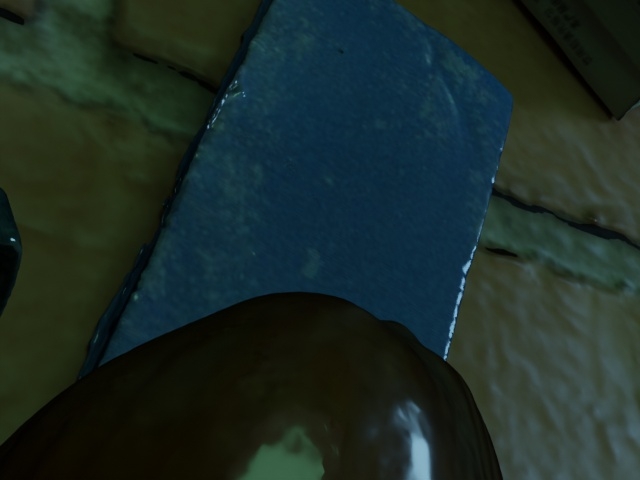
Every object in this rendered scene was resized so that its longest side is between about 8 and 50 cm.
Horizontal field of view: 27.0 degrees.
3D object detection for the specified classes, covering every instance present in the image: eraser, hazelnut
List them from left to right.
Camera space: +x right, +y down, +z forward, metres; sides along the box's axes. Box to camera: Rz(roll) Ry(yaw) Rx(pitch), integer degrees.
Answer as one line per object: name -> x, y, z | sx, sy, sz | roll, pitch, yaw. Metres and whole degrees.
hazelnut -> -0.030, 0.119, 0.407 | 0.210, 0.186, 0.210 | 60, 15, -28
eraser -> 0.000, 0.000, 0.598 | 0.144, 0.042, 0.312 | 32, 48, -13

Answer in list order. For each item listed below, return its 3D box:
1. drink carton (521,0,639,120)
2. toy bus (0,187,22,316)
drink carton -> 0.248, -0.232, 0.867 | 0.324, 0.132, 0.194 | -32, 83, -42
toy bus -> -0.264, -0.016, 0.345 | 0.323, 0.162, 0.194 | -6, 62, -35
